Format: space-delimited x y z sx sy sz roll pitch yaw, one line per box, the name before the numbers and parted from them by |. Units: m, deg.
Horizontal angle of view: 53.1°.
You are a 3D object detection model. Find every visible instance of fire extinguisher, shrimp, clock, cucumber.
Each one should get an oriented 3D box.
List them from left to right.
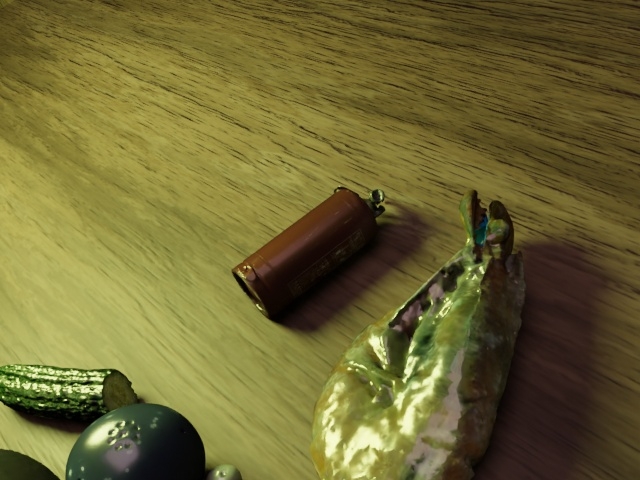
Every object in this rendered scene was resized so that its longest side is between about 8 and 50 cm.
cucumber | -0.378 0.217 0.913 0.265 0.077 0.077 -3 47 22
clock | -0.186 0.294 0.712 0.200 0.146 0.243 -24 48 -17
fire extinguisher | 0.000 0.000 0.958 0.269 0.105 0.105 -38 46 -15
shrimp | 0.135 0.126 0.786 0.221 0.110 0.445 9 55 39

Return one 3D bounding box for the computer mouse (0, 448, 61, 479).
computer mouse | -0.337 0.348 0.690 0.116 0.183 0.323 -51 46 12
